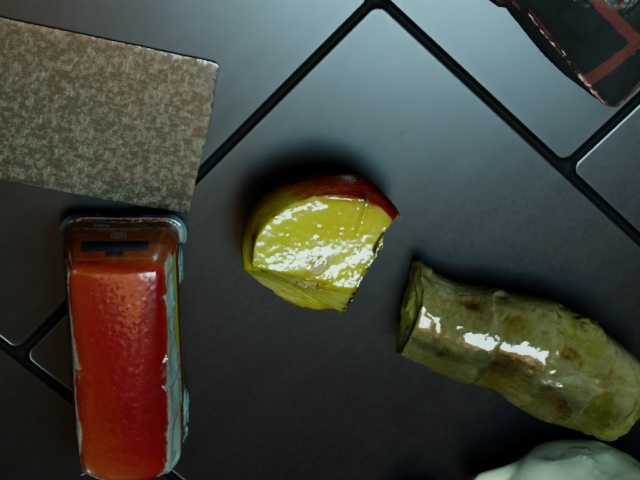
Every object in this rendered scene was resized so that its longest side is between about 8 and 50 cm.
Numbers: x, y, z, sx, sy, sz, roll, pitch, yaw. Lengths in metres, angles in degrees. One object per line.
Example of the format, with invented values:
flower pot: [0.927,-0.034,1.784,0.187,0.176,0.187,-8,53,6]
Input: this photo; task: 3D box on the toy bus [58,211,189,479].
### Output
toy bus: [-0.185,0.111,1.874,0.121,0.120,0.265,0,114,-2]

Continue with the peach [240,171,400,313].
peach: [-0.003,-0.007,1.835,0.151,0.118,0.151,9,151,5]

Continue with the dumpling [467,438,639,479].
dumpling: [0.270,0.273,1.940,0.193,0.258,0.147,22,78,-52]

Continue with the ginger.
ginger: [0.196,0.105,1.905,0.263,0.116,0.109,23,80,-8]

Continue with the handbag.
handbag: [0.265,-0.242,1.722,0.169,0.155,0.215,39,106,-20]

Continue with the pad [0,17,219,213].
pad: [-0.221,-0.116,1.833,0.235,0.003,0.158,11,113,-8]
